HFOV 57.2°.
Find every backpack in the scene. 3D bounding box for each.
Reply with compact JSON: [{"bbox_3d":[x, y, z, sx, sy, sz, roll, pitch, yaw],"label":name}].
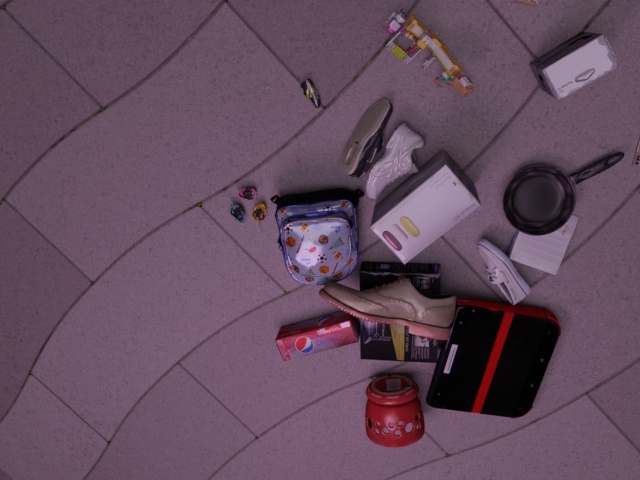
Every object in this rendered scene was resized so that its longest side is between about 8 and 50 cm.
[{"bbox_3d":[0.000,0.000,1.712,0.276,0.213,0.264,-4,121,9],"label":"backpack"}]

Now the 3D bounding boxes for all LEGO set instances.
[{"bbox_3d":[0.269,-0.470,1.524,0.287,0.132,0.107,42,121,-14],"label":"LEGO set"}]

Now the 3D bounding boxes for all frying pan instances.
[{"bbox_3d":[0.639,-0.162,1.610,0.197,0.053,0.326,36,102,-3],"label":"frying pan"}]

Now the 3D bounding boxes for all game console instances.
[{"bbox_3d":[0.527,0.369,1.801,0.341,0.060,0.387,9,112,-4],"label":"game console"}]

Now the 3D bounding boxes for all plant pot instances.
[{"bbox_3d":[0.231,0.537,1.880,0.191,0.191,0.174,-6,103,12],"label":"plant pot"}]

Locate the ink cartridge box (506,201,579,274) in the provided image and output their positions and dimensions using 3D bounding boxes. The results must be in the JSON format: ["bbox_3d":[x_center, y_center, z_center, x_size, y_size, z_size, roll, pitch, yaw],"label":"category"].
[{"bbox_3d":[0.635,-0.008,1.686,0.145,0.045,0.179,20,95,3],"label":"ink cartridge box"}]

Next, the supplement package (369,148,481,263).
[{"bbox_3d":[0.285,-0.096,1.615,0.262,0.204,0.145,-41,100,21],"label":"supplement package"}]

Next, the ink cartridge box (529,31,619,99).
[{"bbox_3d":[0.609,-0.427,1.426,0.153,0.208,0.087,-29,103,19],"label":"ink cartridge box"}]

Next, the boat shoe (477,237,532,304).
[{"bbox_3d":[0.521,0.096,1.702,0.076,0.083,0.226,-45,99,-4],"label":"boat shoe"}]

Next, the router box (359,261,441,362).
[{"bbox_3d":[0.244,0.222,1.811,0.242,0.081,0.309,2,111,9],"label":"router box"}]

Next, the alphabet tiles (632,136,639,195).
[{"bbox_3d":[0.938,-0.224,1.555,0.198,0.009,0.237,8,111,7],"label":"alphabet tiles"}]

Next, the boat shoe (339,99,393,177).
[{"bbox_3d":[0.139,-0.284,1.651,0.079,0.084,0.233,15,111,-38],"label":"boat shoe"}]

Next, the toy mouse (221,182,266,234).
[{"bbox_3d":[-0.231,-0.113,1.794,0.143,0.031,0.161,18,113,3],"label":"toy mouse"}]

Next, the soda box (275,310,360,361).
[{"bbox_3d":[-0.007,0.301,1.880,0.263,0.092,0.084,-17,108,15],"label":"soda box"}]

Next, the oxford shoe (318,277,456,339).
[{"bbox_3d":[0.196,0.166,1.697,0.396,0.140,0.147,15,97,-3],"label":"oxford shoe"}]

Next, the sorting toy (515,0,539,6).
[{"bbox_3d":[0.514,-0.627,1.473,0.083,0.012,0.062,15,117,0],"label":"sorting toy"}]

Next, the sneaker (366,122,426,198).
[{"bbox_3d":[0.212,-0.203,1.639,0.115,0.090,0.232,33,114,10],"label":"sneaker"}]

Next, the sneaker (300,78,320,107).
[{"bbox_3d":[-0.027,-0.409,1.648,0.035,0.031,0.083,-17,103,30],"label":"sneaker"}]
